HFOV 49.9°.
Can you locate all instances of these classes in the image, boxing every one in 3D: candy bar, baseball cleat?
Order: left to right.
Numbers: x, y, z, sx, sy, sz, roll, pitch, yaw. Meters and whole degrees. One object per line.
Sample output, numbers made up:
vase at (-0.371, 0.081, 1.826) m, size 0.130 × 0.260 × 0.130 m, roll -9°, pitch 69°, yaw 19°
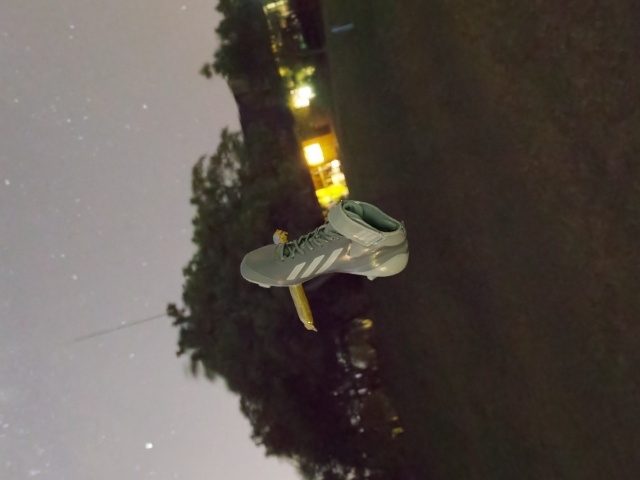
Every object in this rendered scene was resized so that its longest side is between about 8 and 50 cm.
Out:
candy bar at (-0.038, 0.061, 1.022) m, size 0.040 × 0.018 × 0.161 m, roll 3°, pitch 112°, yaw 69°
baseball cleat at (0.000, 0.000, 0.818) m, size 0.072 × 0.206 × 0.109 m, roll -90°, pitch -7°, yaw -50°
